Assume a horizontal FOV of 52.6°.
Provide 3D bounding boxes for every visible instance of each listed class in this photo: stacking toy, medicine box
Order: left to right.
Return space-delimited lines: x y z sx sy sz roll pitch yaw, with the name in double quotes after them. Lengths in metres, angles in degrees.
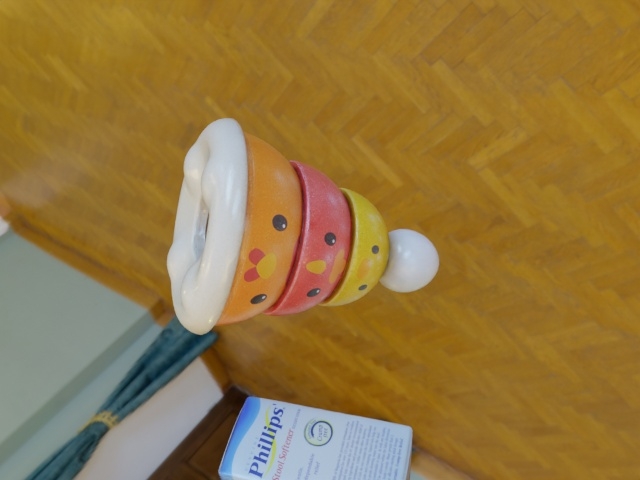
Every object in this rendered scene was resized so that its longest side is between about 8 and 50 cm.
0.000 0.000 1.123 0.480 0.350 0.350 8 156 -22 "stacking toy"
0.003 0.419 1.107 0.289 0.149 0.263 7 136 13 "medicine box"
